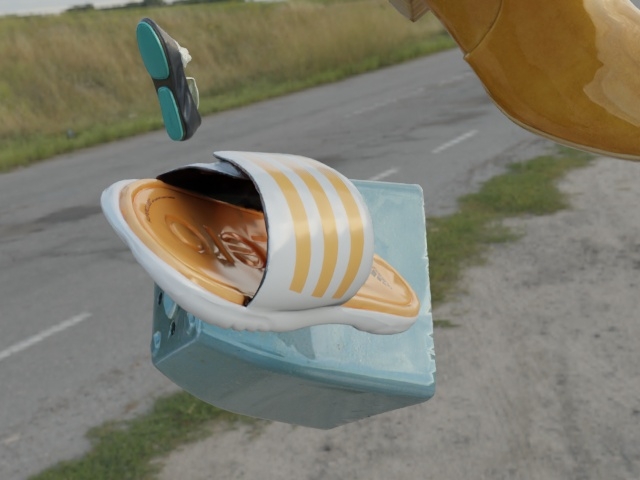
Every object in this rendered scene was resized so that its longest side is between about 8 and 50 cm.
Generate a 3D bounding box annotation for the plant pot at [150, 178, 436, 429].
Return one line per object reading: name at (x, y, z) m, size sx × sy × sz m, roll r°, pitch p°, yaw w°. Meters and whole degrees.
plant pot at (-0.049, 0.066, 0.979) m, size 0.252 × 0.247 × 0.248 m, roll 11°, pitch -24°, yaw -27°

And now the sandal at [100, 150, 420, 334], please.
sandal at (-0.006, -0.007, 0.476) m, size 0.102 × 0.076 × 0.265 m, roll 48°, pitch 18°, yaw 28°

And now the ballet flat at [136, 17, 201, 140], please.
ballet flat at (-0.232, -0.258, 1.372) m, size 0.074 × 0.203 × 0.074 m, roll -11°, pitch 25°, yaw 5°

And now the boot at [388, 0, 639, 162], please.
boot at (0.121, -0.180, 0.537) m, size 0.295 × 0.211 × 0.104 m, roll 39°, pitch 79°, yaw 27°
